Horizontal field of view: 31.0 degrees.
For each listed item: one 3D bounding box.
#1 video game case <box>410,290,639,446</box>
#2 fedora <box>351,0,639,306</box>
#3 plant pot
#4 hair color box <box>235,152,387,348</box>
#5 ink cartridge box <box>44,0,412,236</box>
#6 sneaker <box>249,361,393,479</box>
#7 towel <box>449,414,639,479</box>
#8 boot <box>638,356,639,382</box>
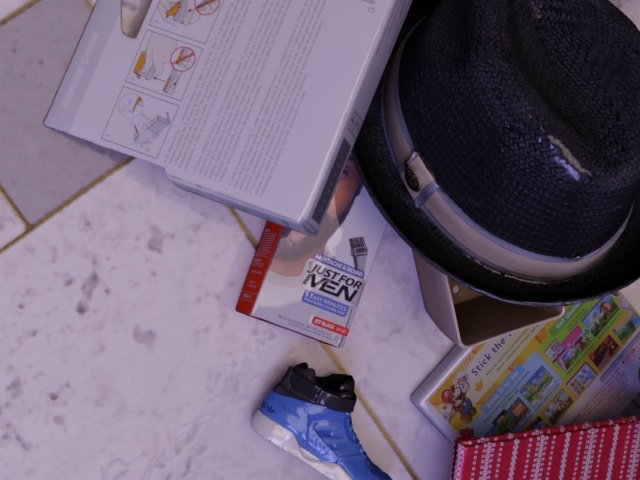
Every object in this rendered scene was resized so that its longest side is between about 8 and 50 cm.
[{"bbox_3d":[0.227,0.141,1.120,0.227,0.026,0.206,-46,107,-12],"label":"video game case"},{"bbox_3d":[0.181,-0.119,0.958,0.334,0.152,0.334,6,64,-12],"label":"fedora"},{"bbox_3d":[0.140,0.027,1.043,0.109,0.096,0.109,-16,98,-21],"label":"plant pot"},{"bbox_3d":[0.000,0.000,1.011,0.093,0.053,0.167,21,84,-20],"label":"hair color box"},{"bbox_3d":[-0.065,-0.171,0.953,0.238,0.060,0.275,20,84,16],"label":"ink cartridge box"},{"bbox_3d":[0.021,0.167,1.023,0.152,0.058,0.085,34,89,-13],"label":"sneaker"},{"bbox_3d":[0.227,0.264,1.091,0.274,0.031,0.199,-1,103,-29],"label":"towel"},{"bbox_3d":[0.315,0.259,1.070,0.236,0.089,0.269,35,86,-31],"label":"boot"}]
